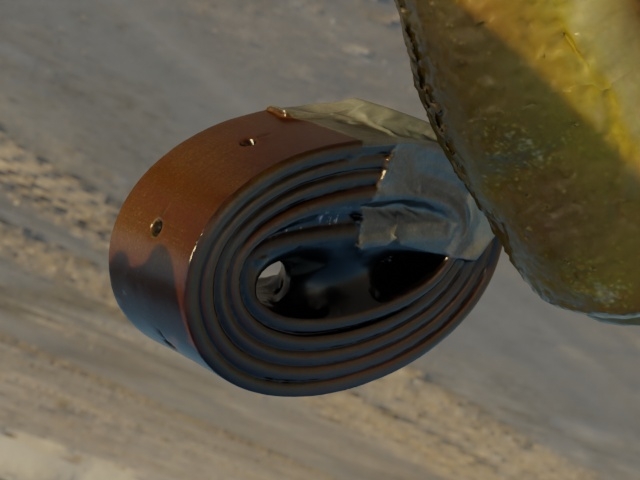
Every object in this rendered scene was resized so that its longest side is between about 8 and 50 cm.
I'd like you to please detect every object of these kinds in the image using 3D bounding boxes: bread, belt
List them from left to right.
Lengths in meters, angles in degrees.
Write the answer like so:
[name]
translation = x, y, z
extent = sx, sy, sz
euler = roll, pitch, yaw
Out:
[belt]
translation = 0.000, 0.000, 1.144
extent = 0.338, 0.217, 0.122
euler = -12, -158, -38
[bread]
translation = 0.138, -0.131, 0.877
extent = 0.148, 0.328, 0.337
euler = -23, 113, 14
